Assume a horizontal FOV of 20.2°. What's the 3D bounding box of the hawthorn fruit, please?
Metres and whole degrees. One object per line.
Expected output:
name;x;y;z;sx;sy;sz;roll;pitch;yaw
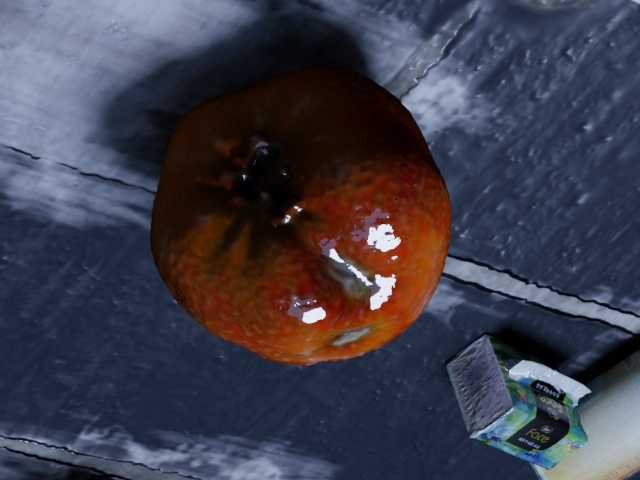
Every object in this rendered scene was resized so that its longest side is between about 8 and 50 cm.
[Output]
hawthorn fruit;0.000;0.000;1.261;0.207;0.207;0.243;-23;154;8

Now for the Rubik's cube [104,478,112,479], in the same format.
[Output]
Rubik's cube;-0.190;0.372;1.571;0.319;0.319;0.264;-20;115;4

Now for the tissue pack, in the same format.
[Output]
tissue pack;0.179;0.135;1.563;0.079;0.085;0.111;-40;136;25

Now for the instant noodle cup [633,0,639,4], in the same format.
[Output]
instant noodle cup;0.271;-0.287;0.966;0.294;0.294;0.308;6;143;-26

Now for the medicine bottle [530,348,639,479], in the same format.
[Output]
medicine bottle;0.368;0.090;1.569;0.426;0.108;0.108;-36;138;26
